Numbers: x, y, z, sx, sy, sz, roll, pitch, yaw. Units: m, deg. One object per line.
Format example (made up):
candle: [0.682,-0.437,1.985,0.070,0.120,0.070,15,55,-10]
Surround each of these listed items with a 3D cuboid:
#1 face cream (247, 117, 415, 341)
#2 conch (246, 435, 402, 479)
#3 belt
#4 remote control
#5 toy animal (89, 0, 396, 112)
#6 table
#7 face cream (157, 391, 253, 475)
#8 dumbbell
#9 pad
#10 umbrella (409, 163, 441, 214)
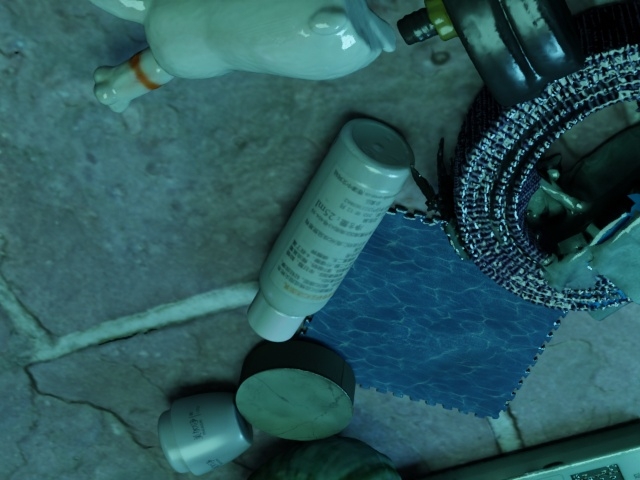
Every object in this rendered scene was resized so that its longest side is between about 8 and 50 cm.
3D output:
face cream: [0.000,0.000,1.263,0.082,0.082,0.269,21,128,-15]
conch: [0.033,0.334,1.471,0.277,0.195,0.220,13,128,-8]
belt: [0.270,-0.075,1.165,0.260,0.122,0.325,39,119,-19]
remote control: [0.253,0.319,1.544,0.344,0.050,0.145,-19,127,17]
toy animal: [-0.078,-0.196,1.081,0.282,0.138,0.140,0,126,33]
table: [-0.027,0.171,1.424,0.133,0.043,0.133,5,137,4]
face cream: [-0.132,0.220,1.451,0.095,0.091,0.091,-20,127,9]
dumbbell: [0.239,-0.238,0.982,0.388,0.185,0.185,-21,126,19]
pad: [0.124,0.084,1.375,0.269,0.012,0.269,14,130,-9]
umbrella: [0.103,-0.046,1.223,0.022,0.022,0.149,15,167,28]
